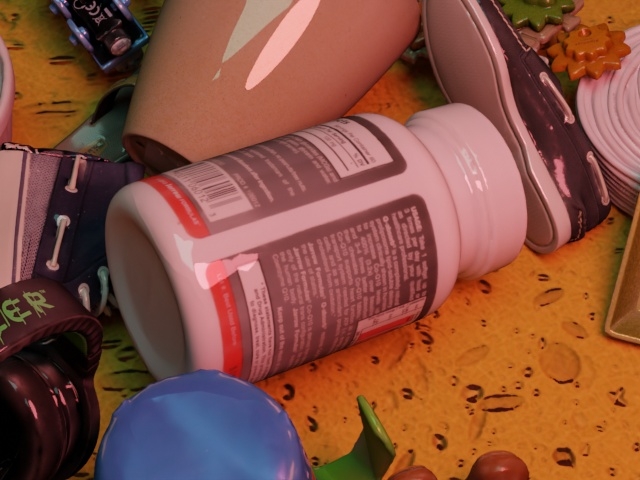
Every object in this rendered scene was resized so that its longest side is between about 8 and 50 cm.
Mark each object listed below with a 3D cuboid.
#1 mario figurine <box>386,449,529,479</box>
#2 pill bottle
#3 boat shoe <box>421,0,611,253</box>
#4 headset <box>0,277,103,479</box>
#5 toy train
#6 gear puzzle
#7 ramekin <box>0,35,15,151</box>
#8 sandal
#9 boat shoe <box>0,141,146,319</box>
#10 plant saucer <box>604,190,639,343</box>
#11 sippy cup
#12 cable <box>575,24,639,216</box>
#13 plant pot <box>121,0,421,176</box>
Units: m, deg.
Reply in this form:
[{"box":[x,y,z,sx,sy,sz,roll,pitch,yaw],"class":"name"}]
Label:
[{"box":[0.162,0.315,1.306,0.198,0.170,0.321,-32,51,14],"class":"mario figurine"},{"box":[0.000,0.000,1.476,0.363,0.210,0.210,-19,58,-24],"class":"pill bottle"},{"box":[0.198,-0.138,1.591,0.091,0.114,0.303,-27,100,-27],"class":"boat shoe"},{"box":[-0.316,0.161,1.285,0.185,0.394,0.243,42,49,16],"class":"headset"},{"box":[-0.252,-0.258,1.719,0.080,0.105,0.184,-38,64,-1],"class":"toy train"},{"box":[0.179,-0.245,1.696,0.339,0.044,0.175,29,61,35],"class":"gear puzzle"},{"box":[-0.442,-0.121,1.620,0.272,0.127,0.273,0,56,0],"class":"ramekin"},{"box":[-0.208,-0.136,1.667,0.090,0.060,0.219,39,66,22],"class":"sandal"},{"box":[-0.242,0.053,1.510,0.158,0.127,0.341,2,60,-8],"class":"boat shoe"},{"box":[0.390,0.022,1.527,0.188,0.045,0.188,15,101,10],"class":"plant saucer"},{"box":[-0.097,0.230,1.336,0.240,0.224,0.305,24,61,15],"class":"sippy cup"},{"box":[0.394,-0.124,1.642,0.257,0.089,0.257,23,61,15],"class":"cable"},{"box":[-0.076,-0.175,1.604,0.256,0.256,0.274,28,72,17],"class":"plant pot"}]
